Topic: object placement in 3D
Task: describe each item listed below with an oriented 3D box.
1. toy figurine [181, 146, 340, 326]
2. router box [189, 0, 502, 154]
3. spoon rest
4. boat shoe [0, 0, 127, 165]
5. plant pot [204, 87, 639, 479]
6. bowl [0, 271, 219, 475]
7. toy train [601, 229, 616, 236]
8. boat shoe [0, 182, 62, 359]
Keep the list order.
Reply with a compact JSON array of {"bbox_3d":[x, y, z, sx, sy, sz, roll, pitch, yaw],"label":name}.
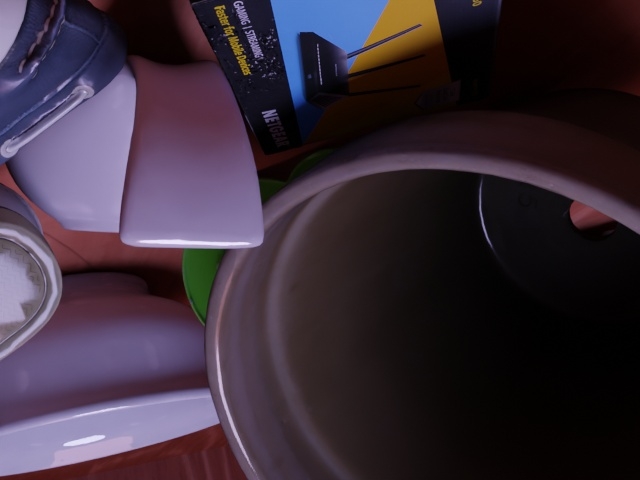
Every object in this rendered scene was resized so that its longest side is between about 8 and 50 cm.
[{"bbox_3d":[0.000,0.000,0.773,0.173,0.130,0.159,-46,168,17],"label":"toy figurine"},{"bbox_3d":[0.017,-0.105,0.477,0.133,0.046,0.179,-15,164,3],"label":"router box"},{"bbox_3d":[-0.087,-0.042,0.501,0.137,0.084,0.276,2,-178,-19],"label":"spoon rest"},{"bbox_3d":[-0.194,-0.042,0.443,0.254,0.095,0.079,-32,147,25],"label":"boat shoe"},{"bbox_3d":[0.139,0.039,0.608,0.323,0.323,0.280,-27,-169,39],"label":"plant pot"},{"bbox_3d":[-0.212,0.113,0.875,0.298,0.134,0.298,-13,164,-4],"label":"bowl"},{"bbox_3d":[0.322,0.071,1.213,0.190,0.142,0.334,-8,170,26],"label":"toy train"},{"bbox_3d":[-0.285,0.065,0.526,0.302,0.103,0.113,-27,124,-12],"label":"boat shoe"}]
